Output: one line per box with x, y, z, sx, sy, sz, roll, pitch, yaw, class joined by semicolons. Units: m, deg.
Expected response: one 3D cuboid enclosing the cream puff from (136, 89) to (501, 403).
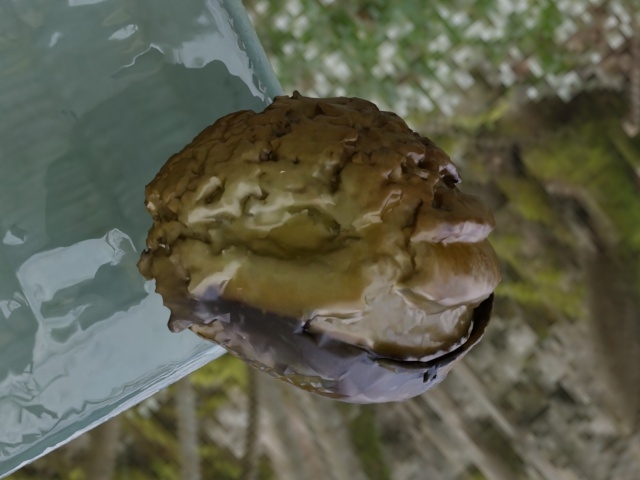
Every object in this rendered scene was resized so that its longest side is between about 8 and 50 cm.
0.000;0.000;0.703;0.104;0.133;0.119;-64;-160;9;cream puff

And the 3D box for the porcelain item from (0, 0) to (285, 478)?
-0.169;-0.046;0.819;0.281;0.285;0.157;-30;-164;-14;porcelain item
